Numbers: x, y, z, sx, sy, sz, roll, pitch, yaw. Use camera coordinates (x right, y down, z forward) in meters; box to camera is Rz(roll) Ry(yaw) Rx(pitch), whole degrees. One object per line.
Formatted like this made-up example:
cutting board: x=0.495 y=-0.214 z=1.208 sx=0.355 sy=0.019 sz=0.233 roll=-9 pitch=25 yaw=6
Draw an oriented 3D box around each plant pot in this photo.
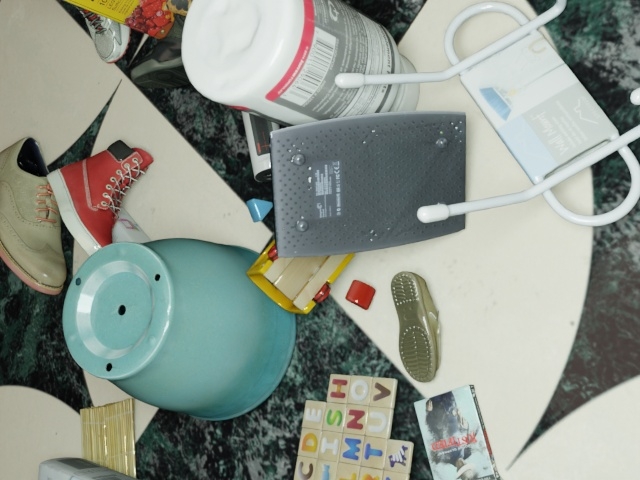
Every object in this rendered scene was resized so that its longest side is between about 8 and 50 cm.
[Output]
plant pot: x=-0.211 y=0.116 z=1.208 sx=0.271 sy=0.255 sz=0.272 roll=-6 pitch=76 yaw=25

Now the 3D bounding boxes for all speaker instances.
speaker: x=-0.087 y=-0.160 z=1.313 sx=0.055 sy=0.055 sz=0.136 roll=-23 pitch=69 yaw=33

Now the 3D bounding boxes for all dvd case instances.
dvd case: x=0.170 y=0.251 z=1.075 sx=0.087 sy=0.013 sz=0.120 roll=-25 pitch=69 yaw=32

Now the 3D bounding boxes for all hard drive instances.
hard drive: x=0.058 y=-0.075 z=1.060 sx=0.054 sy=0.254 sz=0.172 roll=-140 pitch=45 yaw=-65

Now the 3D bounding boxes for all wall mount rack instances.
wall mount rack: x=0.206 y=-0.158 z=0.991 sx=0.304 sy=0.130 sz=0.350 roll=-30 pitch=63 yaw=2

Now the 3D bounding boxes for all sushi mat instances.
sushi mat: x=-0.359 y=0.436 z=1.452 sx=0.151 sy=0.019 sz=0.317 roll=-15 pitch=73 yaw=36

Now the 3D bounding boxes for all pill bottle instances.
pill bottle: x=-0.007 y=-0.224 z=1.093 sx=0.176 sy=0.318 sz=0.176 roll=-7 pitch=79 yaw=36

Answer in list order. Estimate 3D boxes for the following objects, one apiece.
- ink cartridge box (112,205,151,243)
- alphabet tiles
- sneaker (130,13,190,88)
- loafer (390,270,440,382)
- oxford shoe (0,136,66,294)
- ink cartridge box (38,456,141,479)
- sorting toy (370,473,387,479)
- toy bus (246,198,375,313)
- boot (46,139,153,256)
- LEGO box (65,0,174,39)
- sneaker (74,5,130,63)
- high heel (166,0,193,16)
ink cartridge box: x=-0.358 y=0.006 z=1.499 sx=0.122 sy=0.052 sz=0.088 roll=45 pitch=110 yaw=35
alphabet tiles: x=0.040 y=0.299 z=1.139 sx=0.198 sy=0.009 sz=0.237 roll=-5 pitch=71 yaw=44
sneaker: x=-0.227 y=-0.343 z=1.434 sx=0.227 sy=0.087 sz=0.130 roll=-23 pitch=68 yaw=30
loafer: x=0.131 y=0.110 z=1.107 sx=0.056 sy=0.050 sz=0.148 roll=-4 pitch=96 yaw=41
oxford shoe: x=-0.548 y=-0.056 z=1.615 sx=0.130 sy=0.123 sz=0.348 roll=-42 pitch=61 yaw=19
ink cartridge box: x=-0.358 y=0.559 z=1.337 sx=0.308 sy=0.091 sz=0.385 roll=-4 pitch=82 yaw=49
sorting toy: x=0.098 y=0.420 z=1.077 sx=0.347 sy=0.047 sz=0.196 roll=32 pitch=98 yaw=45
toy bus: x=-0.011 y=0.005 z=1.192 sx=0.104 sy=0.202 sz=0.191 roll=170 pitch=97 yaw=-68
boot: x=-0.350 y=-0.074 z=1.446 sx=0.176 sy=0.088 sz=0.244 roll=-28 pitch=51 yaw=-7
LEGO box: x=-0.258 y=-0.602 z=1.314 sx=0.500 sy=0.372 sz=0.193 roll=-50 pitch=57 yaw=21
sneaker: x=-0.423 y=-0.435 z=1.568 sx=0.088 sy=0.092 sz=0.225 roll=-11 pitch=101 yaw=34
high heel: x=-0.119 y=-0.296 z=1.290 sx=0.261 sy=0.093 sz=0.186 roll=4 pitch=79 yaw=10
